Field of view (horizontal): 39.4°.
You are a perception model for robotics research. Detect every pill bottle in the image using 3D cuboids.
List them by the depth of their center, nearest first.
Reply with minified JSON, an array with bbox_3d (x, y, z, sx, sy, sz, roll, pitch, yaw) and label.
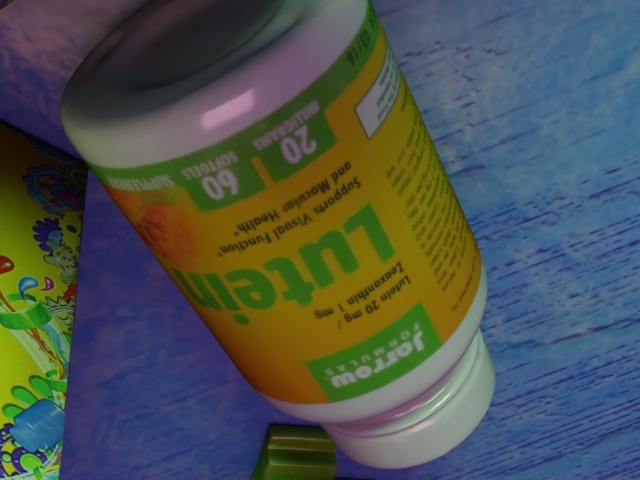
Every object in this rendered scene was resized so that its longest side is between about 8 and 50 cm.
[{"bbox_3d":[0.000,0.000,0.431,0.136,0.136,0.245,-26,125,6],"label":"pill bottle"}]

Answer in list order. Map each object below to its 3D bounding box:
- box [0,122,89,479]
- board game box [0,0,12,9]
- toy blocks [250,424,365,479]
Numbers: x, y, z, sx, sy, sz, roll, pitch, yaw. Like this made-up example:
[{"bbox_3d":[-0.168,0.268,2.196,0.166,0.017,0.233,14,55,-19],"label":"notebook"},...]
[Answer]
[{"bbox_3d":[-0.246,0.105,0.367,0.177,0.279,0.290,28,114,-27],"label":"box"},{"bbox_3d":[-0.097,-0.177,0.213,0.347,0.056,0.208,-17,123,36],"label":"board game box"},{"bbox_3d":[-0.020,0.355,0.596,0.191,0.261,0.381,8,122,-17],"label":"toy blocks"}]
